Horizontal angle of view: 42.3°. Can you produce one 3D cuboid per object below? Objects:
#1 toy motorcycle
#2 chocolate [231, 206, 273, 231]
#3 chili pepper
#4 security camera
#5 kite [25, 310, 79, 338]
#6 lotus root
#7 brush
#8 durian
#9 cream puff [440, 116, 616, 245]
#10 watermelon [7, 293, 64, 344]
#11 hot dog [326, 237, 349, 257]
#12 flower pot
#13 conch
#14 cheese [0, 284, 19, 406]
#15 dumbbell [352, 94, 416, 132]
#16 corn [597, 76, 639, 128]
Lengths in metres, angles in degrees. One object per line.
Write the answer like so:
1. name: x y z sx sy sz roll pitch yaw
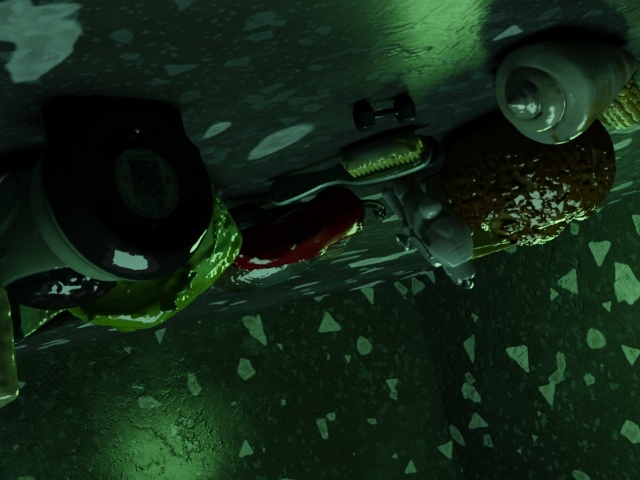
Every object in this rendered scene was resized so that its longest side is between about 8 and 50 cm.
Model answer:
1. toy motorcycle: 0.208 -0.030 1.545 0.110 0.260 0.171 -29 151 -8
2. chocolate: -0.163 -0.018 1.550 0.166 0.072 0.072 -14 172 14
3. chili pepper: -0.025 -0.023 1.515 0.387 0.110 0.110 -25 178 -33
4. security camera: -0.274 -0.023 0.944 0.277 0.191 0.197 -21 171 40
5. kite: -0.542 0.139 1.719 0.405 0.014 0.368 -7 -162 32
6. lotus root: -0.081 0.014 1.672 0.322 0.140 0.158 -17 171 0
7. brush: 0.039 -0.118 1.315 0.296 0.068 0.060 -16 152 21
8. durian: -0.247 0.023 1.257 0.255 0.205 0.340 -27 172 1
9. cream puff: 0.356 -0.103 1.409 0.302 0.212 0.303 -12 167 -3
10. watermelon: -0.585 0.112 1.516 0.264 0.151 0.302 -20 -171 25
11. hot dog: 0.000 0.000 1.935 0.144 0.075 0.268 -9 174 -9
12. flower pot: 0.303 -0.056 1.719 0.195 0.179 0.195 -13 170 -2
13. conch: 0.327 -0.189 1.078 0.255 0.127 0.158 -10 170 -30
14. cheese: -0.472 0.089 1.065 0.123 0.266 0.242 -6 168 -32
15. dumbbell: 0.086 -0.170 1.106 0.083 0.040 0.036 -13 141 -15
16. corn: 0.457 -0.217 1.284 0.080 0.080 0.238 -19 169 26
